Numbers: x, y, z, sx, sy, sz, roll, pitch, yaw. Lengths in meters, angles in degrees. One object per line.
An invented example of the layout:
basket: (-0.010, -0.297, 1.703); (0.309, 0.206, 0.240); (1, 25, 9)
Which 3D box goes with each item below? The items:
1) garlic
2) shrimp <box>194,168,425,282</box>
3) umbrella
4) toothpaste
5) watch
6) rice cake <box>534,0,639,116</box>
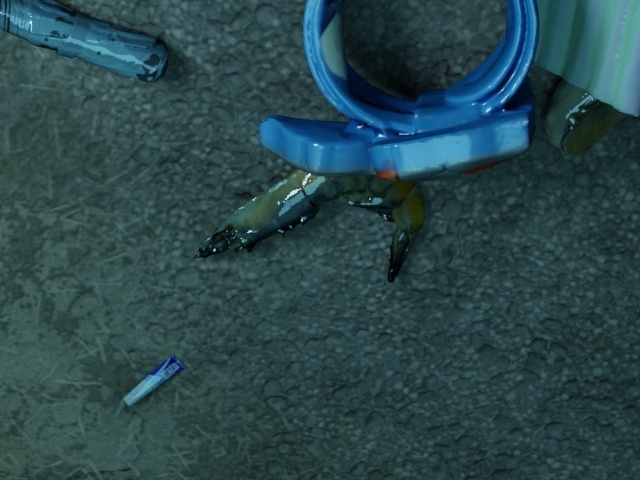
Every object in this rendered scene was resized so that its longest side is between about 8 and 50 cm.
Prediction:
garlic: (0.299, -0.158, 2.150); (0.084, 0.066, 0.152); (8, 130, -43)
shrimp: (0.000, 0.000, 2.225); (0.262, 0.051, 0.198); (-31, 121, 10)
umbrella: (-0.278, -0.227, 2.052); (0.250, 0.052, 0.053); (20, 74, -15)
toothpaste: (-0.200, 0.170, 2.336); (0.083, 0.015, 0.024); (-39, 117, 12)
watch: (0.074, -0.206, 2.022); (0.305, 0.241, 0.275); (-8, 106, 5)
rice cake: (0.288, -0.252, 2.040); (0.189, 0.037, 0.198); (36, 130, 25)
